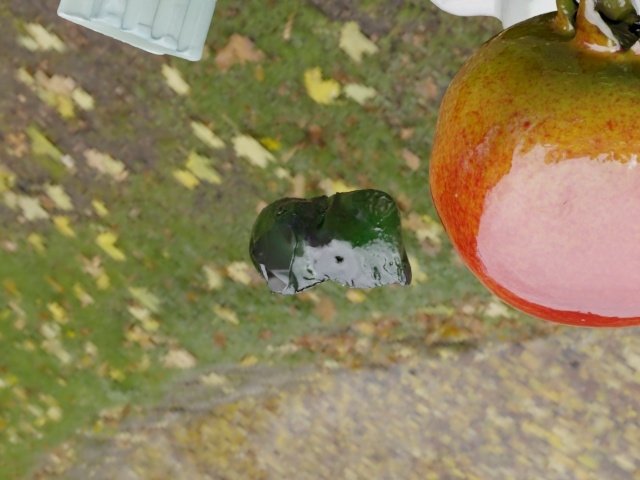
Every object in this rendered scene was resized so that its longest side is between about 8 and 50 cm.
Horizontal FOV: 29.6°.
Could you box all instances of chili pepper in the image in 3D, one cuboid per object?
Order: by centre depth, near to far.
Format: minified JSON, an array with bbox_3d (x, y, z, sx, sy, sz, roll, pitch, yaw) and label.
[{"bbox_3d":[-0.007,0.001,1.774,0.264,0.116,0.148,1,98,32],"label":"chili pepper"}]

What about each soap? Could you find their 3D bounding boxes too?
[{"bbox_3d":[-0.128,-0.258,0.986,0.066,0.198,0.119,18,-178,37],"label":"soap"}]

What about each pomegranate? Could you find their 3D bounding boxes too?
[{"bbox_3d":[0.187,-0.066,0.804,0.221,0.221,0.256,25,128,24],"label":"pomegranate"}]

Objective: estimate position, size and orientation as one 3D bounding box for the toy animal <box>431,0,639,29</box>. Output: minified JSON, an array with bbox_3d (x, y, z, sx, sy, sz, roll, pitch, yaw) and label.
[{"bbox_3d":[0.263,-0.193,1.084,0.367,0.196,0.241,38,-162,-11],"label":"toy animal"}]
